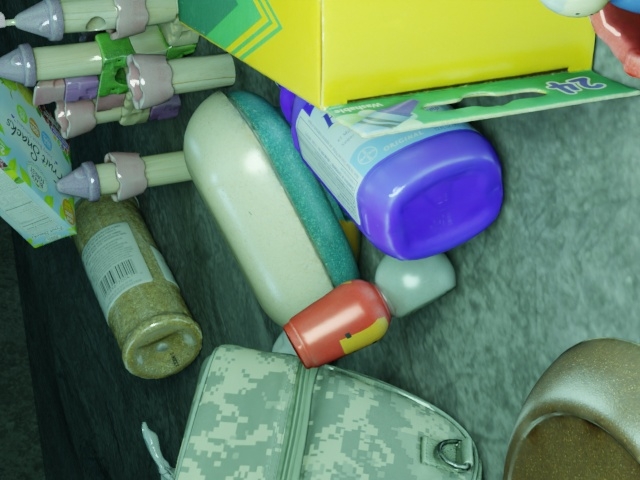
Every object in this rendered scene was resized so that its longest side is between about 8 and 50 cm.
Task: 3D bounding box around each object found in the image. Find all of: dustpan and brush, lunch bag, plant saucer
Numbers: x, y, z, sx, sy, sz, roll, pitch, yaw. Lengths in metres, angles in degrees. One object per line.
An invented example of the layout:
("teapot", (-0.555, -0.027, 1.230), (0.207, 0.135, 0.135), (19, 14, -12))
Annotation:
("dustpan and brush", (-0.226, 0.377, 1.980), (0.147, 0.060, 0.211), (130, 126, -63))
("lunch bag", (-0.007, 0.258, 1.161), (0.305, 0.256, 0.212), (102, 177, -45))
("plant saucer", (0.208, 0.223, 0.878), (0.310, 0.050, 0.310), (169, 90, -67))

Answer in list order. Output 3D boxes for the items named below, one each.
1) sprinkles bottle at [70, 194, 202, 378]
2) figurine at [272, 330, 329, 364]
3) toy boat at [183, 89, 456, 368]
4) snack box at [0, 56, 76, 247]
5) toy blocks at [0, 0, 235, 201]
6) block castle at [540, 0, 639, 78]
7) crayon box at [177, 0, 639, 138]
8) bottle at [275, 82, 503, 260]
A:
("sprinkles bottle", (-0.288, 0.045, 1.899), (0.355, 0.121, 0.121), (-122, 30, -42))
("figurine", (-0.017, 0.201, 1.383), (0.209, 0.092, 0.215), (-57, 46, 49))
("toy boat", (0.000, 0.000, 1.160), (0.267, 0.148, 0.318), (65, 173, -34))
("snack box", (-0.391, -0.116, 1.624), (0.207, 0.070, 0.174), (54, -159, -54))
("toy blocks", (-0.293, -0.232, 1.601), (0.288, 0.260, 0.309), (118, 136, -58))
("block castle", (0.237, -0.210, 0.390), (0.453, 0.213, 0.303), (-174, 75, -67))
("crayon box", (0.046, -0.167, 0.884), (0.323, 0.203, 0.083), (-140, 44, -56))
("bottle", (0.038, -0.096, 1.050), (0.283, 0.118, 0.092), (-127, 19, -48))
